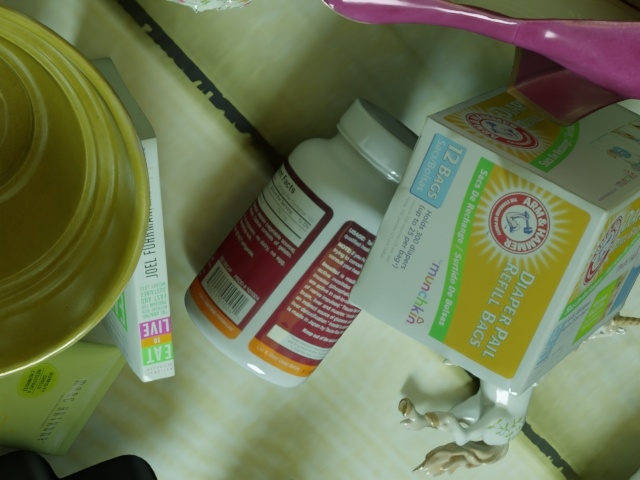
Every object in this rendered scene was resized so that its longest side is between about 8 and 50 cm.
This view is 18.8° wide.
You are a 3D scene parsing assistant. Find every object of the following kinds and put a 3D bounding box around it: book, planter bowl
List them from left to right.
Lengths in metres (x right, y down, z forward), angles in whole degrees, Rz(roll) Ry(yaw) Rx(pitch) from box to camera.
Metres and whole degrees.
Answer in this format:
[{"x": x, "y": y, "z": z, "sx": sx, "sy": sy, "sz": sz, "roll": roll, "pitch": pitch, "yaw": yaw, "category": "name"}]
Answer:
[{"x": -0.191, "y": -0.042, "z": 0.951, "sx": 0.217, "sy": 0.090, "sz": 0.217, "roll": -2, "pitch": 120, "yaw": -3, "category": "planter bowl"}, {"x": -0.101, "y": -0.011, "z": 1.017, "sx": 0.035, "sy": 0.096, "sz": 0.144, "roll": -12, "pitch": 123, "yaw": -16, "category": "book"}]

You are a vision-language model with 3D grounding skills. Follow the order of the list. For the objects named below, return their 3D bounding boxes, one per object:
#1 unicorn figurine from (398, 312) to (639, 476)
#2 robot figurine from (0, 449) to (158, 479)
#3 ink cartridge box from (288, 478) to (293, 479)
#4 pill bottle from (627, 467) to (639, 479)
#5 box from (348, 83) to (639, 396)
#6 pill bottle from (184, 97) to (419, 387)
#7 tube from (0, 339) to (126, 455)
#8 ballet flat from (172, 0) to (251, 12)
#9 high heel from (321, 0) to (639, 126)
[{"x": 0.118, "y": 0.078, "z": 1.195, "sx": 0.111, "sy": 0.060, "sz": 0.162, "roll": 7, "pitch": 132, "yaw": -27, "category": "unicorn figurine"}, {"x": -0.202, "y": 0.223, "z": 1.066, "sx": 0.278, "sy": 0.209, "sz": 0.173, "roll": -23, "pitch": 166, "yaw": -8, "category": "robot figurine"}, {"x": -0.045, "y": 0.249, "z": 1.192, "sx": 0.062, "sy": 0.104, "sz": 0.181, "roll": 1, "pitch": 118, "yaw": -24, "category": "ink cartridge box"}, {"x": 0.192, "y": 0.253, "z": 1.285, "sx": 0.121, "sy": 0.121, "sz": 0.221, "roll": 31, "pitch": 104, "yaw": -34, "category": "pill bottle"}, {"x": 0.114, "y": -0.011, "z": 1.037, "sx": 0.203, "sy": 0.103, "sz": 0.114, "roll": -27, "pitch": 143, "yaw": -63, "category": "box"}, {"x": 0.000, "y": 0.000, "z": 1.073, "sx": 0.086, "sy": 0.086, "sz": 0.152, "roll": 30, "pitch": 105, "yaw": -34, "category": "pill bottle"}, {"x": -0.223, "y": 0.071, "z": 1.040, "sx": 0.240, "sy": 0.070, "sz": 0.062, "roll": 13, "pitch": 78, "yaw": -34, "category": "tube"}, {"x": 0.004, "y": -0.207, "z": 0.966, "sx": 0.241, "sy": 0.091, "sz": 0.077, "roll": -41, "pitch": 157, "yaw": 10, "category": "ballet flat"}, {"x": 0.081, "y": -0.133, "z": 0.898, "sx": 0.244, "sy": 0.082, "sz": 0.117, "roll": 34, "pitch": 141, "yaw": -26, "category": "high heel"}]
